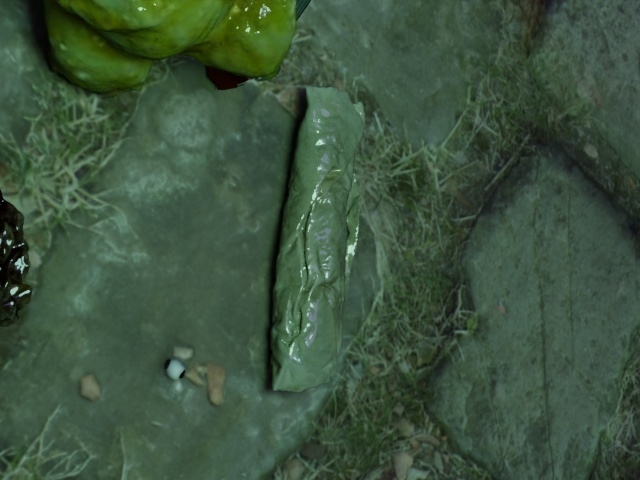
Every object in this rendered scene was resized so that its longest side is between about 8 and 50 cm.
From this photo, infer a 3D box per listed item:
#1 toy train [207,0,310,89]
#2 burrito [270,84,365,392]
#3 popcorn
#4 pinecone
[{"bbox_3d":[-0.029,-0.365,1.501,0.089,0.086,0.409,45,65,-28],"label":"toy train"},{"bbox_3d":[0.000,0.000,1.531,0.117,0.076,0.391,10,84,-38],"label":"burrito"},{"bbox_3d":[-0.151,-0.310,1.280,0.321,0.290,0.325,-43,93,-20],"label":"popcorn"},{"bbox_3d":[-0.373,0.013,1.177,0.205,0.184,0.179,36,87,-41],"label":"pinecone"}]
